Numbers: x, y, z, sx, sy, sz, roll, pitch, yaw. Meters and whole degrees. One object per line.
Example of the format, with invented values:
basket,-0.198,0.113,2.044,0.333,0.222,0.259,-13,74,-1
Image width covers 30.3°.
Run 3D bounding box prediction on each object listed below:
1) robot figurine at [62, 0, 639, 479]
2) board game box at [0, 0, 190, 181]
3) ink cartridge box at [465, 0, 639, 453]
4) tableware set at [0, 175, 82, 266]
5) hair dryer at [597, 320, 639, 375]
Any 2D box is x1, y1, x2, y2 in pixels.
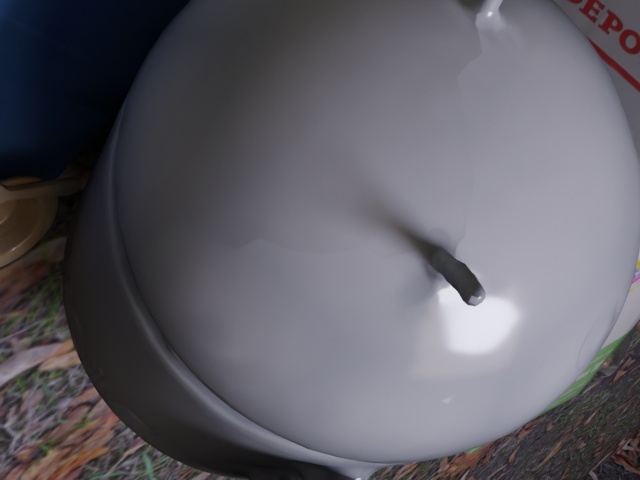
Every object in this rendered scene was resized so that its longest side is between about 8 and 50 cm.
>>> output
robot figurine,0.000,0.000,0.508,0.200,0.300,0.353,2,165,-18
board game box,-0.116,-0.089,0.465,0.168,0.033,0.133,-47,156,10
ink cartridge box,0.127,-0.080,0.638,0.119,0.207,0.353,-16,145,-41
tableware set,-0.182,0.023,0.485,0.141,0.020,0.168,-9,139,-53
hair dryer,0.164,-0.079,0.786,0.080,0.223,0.293,16,104,-39
